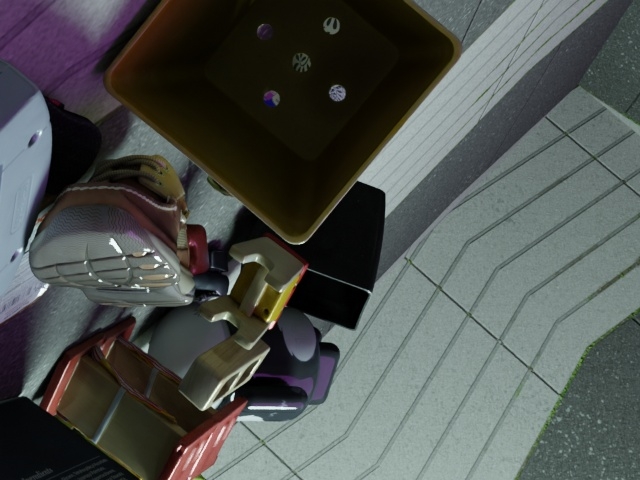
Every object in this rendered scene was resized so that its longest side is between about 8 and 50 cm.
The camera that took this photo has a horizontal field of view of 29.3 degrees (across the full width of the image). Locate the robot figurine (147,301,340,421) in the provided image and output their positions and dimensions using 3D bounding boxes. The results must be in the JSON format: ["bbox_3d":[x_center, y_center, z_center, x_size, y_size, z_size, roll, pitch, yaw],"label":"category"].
[{"bbox_3d":[-0.113,0.178,1.764,0.278,0.173,0.209,6,159,-33],"label":"robot figurine"}]

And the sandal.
[{"bbox_3d":[-0.218,-0.085,0.940,0.067,0.040,0.179,-49,163,-6],"label":"sandal"}]

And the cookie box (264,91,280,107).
[{"bbox_3d":[-0.051,-0.133,1.294,0.040,0.092,0.107,-42,169,-13],"label":"cookie box"}]

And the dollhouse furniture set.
[{"bbox_3d":[-0.167,0.116,1.486,0.374,0.201,0.152,-60,165,25],"label":"dollhouse furniture set"}]

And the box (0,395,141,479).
[{"bbox_3d":[-0.296,0.411,1.351,0.293,0.395,0.212,-58,169,9],"label":"box"}]

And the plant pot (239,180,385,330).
[{"bbox_3d":[0.000,0.000,1.763,0.187,0.188,0.167,105,5,-68],"label":"plant pot"}]

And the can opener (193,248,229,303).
[{"bbox_3d":[-0.170,0.050,1.627,0.059,0.073,0.186,-10,177,17],"label":"can opener"}]

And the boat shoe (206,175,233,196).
[{"bbox_3d":[-0.088,-0.078,1.373,0.068,0.081,0.228,-54,172,8],"label":"boat shoe"}]

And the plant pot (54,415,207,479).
[{"bbox_3d":[-0.309,0.346,1.689,0.228,0.207,0.227,-47,170,-10],"label":"plant pot"}]

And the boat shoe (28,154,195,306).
[{"bbox_3d":[-0.169,-0.016,1.027,0.324,0.123,0.116,112,-19,-80],"label":"boat shoe"}]

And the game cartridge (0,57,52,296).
[{"bbox_3d":[-0.259,0.006,0.814,0.196,0.060,0.294,-49,176,-31],"label":"game cartridge"}]

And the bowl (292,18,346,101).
[{"bbox_3d":[0.016,-0.211,1.310,0.170,0.080,0.170,-45,169,-11],"label":"bowl"}]

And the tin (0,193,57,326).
[{"bbox_3d":[-0.267,0.011,1.097,0.106,0.040,0.189,-44,170,-42],"label":"tin"}]

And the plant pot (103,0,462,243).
[{"bbox_3d":[-0.024,-0.152,1.061,0.212,0.212,0.187,-50,-178,10],"label":"plant pot"}]
